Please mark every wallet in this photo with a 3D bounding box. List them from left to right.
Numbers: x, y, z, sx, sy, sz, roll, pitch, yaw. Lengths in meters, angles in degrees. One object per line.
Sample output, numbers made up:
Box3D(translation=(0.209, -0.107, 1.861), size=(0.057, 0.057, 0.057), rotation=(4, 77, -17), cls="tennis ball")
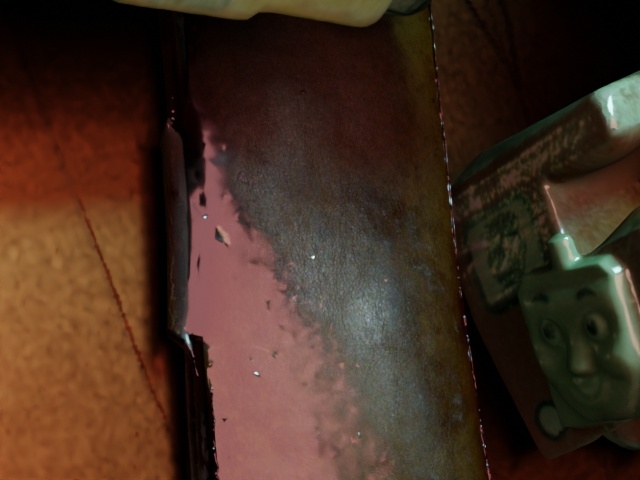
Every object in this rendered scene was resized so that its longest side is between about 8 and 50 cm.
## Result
Box3D(translation=(0.000, 0.000, 0.727), size=(0.137, 0.031, 0.255), rotation=(5, 72, -32), cls="wallet")

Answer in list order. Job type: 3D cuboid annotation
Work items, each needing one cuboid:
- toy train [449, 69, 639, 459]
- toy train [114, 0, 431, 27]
Box3D(translation=(0.201, -0.018, 0.822), size=(0.326, 0.129, 0.159), rotation=(-21, 83, -38), cls="toy train")
Box3D(translation=(0.061, -0.240, 0.622), size=(0.237, 0.369, 0.150), rotation=(2, 39, -44), cls="toy train")
